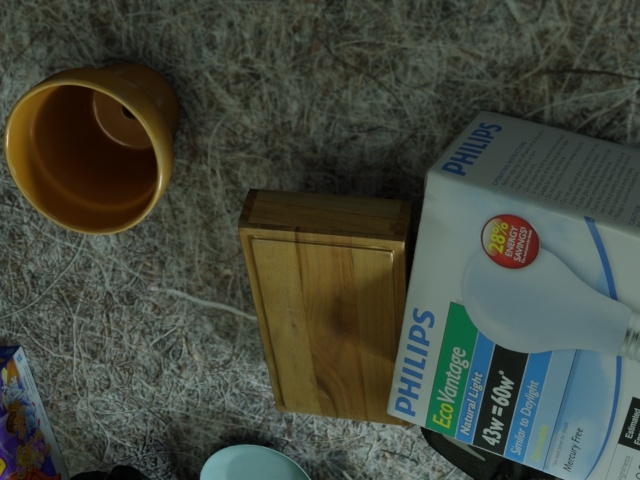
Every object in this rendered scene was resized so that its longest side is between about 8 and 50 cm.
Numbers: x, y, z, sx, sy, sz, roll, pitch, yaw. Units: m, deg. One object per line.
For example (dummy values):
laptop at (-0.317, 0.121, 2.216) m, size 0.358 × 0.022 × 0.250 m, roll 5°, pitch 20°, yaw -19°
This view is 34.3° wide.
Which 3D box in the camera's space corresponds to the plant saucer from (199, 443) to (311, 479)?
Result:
plant saucer at (-0.097, 0.395, 1.672) m, size 0.195 × 0.037 × 0.195 m, roll 5°, pitch 119°, yaw 10°

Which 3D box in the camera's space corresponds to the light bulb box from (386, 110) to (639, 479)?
light bulb box at (0.301, 0.076, 1.255) m, size 0.361 × 0.225 × 0.358 m, roll 17°, pitch 121°, yaw 19°

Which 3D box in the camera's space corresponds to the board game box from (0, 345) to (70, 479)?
board game box at (-0.508, 0.376, 1.647) m, size 0.078 × 0.233 × 0.347 m, roll -4°, pitch 117°, yaw 16°

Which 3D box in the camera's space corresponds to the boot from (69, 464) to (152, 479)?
boot at (-0.162, 0.506, 1.655) m, size 0.367 × 0.146 × 0.445 m, roll -26°, pitch 115°, yaw 26°

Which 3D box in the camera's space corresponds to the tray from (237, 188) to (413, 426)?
tray at (0.021, 0.104, 1.384) m, size 0.203 × 0.076 × 0.411 m, roll 5°, pitch 141°, yaw 11°

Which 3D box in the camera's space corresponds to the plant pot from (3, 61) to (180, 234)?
plant pot at (-0.271, -0.139, 1.336) m, size 0.205 × 0.188 × 0.205 m, roll 5°, pitch 119°, yaw 10°

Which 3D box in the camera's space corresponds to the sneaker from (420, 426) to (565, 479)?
sneaker at (0.310, 0.382, 1.404) m, size 0.483 × 0.202 × 0.185 m, roll 43°, pitch 140°, yaw 24°
